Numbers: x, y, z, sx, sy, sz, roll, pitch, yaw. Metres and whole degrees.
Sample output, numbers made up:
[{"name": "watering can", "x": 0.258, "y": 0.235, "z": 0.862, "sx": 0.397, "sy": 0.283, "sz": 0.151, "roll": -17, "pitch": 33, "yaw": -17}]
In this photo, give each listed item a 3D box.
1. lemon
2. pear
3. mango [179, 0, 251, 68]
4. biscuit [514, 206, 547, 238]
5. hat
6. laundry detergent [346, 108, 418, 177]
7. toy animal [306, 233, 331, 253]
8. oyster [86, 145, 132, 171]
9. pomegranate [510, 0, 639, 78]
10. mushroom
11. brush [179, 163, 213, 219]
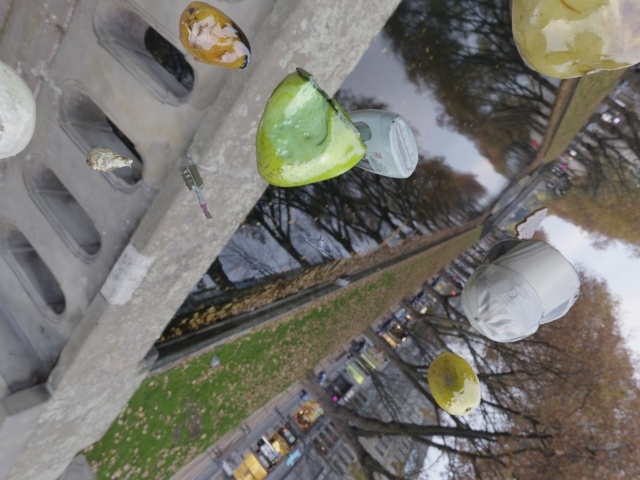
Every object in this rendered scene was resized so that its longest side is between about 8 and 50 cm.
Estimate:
[{"name": "lemon", "x": 0.451, "y": 0.483, "z": 1.365, "sx": 0.170, "sy": 0.207, "sz": 0.170, "roll": -14, "pitch": 150, "yaw": -8}, {"name": "pear", "x": -0.061, "y": -0.255, "z": 0.986, "sx": 0.292, "sy": 0.292, "sz": 0.159, "roll": -49, "pitch": 165, "yaw": 14}, {"name": "mango", "x": -0.365, "y": -0.685, "z": 1.370, "sx": 0.201, "sy": 0.153, "sz": 0.287, "roll": -29, "pitch": 169, "yaw": 9}, {"name": "biscuit", "x": 0.694, "y": -0.059, "z": 1.326, "sx": 0.119, "sy": 0.019, "sz": 0.130, "roll": 24, "pitch": 111, "yaw": -41}, {"name": "hat", "x": 0.470, "y": 0.127, "z": 0.964, "sx": 0.275, "sy": 0.232, "sz": 0.161, "roll": -46, "pitch": 170, "yaw": 32}, {"name": "laundry detergent", "x": 0.126, "y": -0.353, "z": 1.412, "sx": 0.125, "sy": 0.397, "sz": 0.264, "roll": -58, "pitch": 141, "yaw": -16}, {"name": "toy animal", "x": 0.001, "y": 0.000, "z": 1.086, "sx": 0.028, "sy": 0.084, "sz": 0.050, "roll": -13, "pitch": -133, "yaw": 60}, {"name": "oyster", "x": -0.343, "y": -0.120, "z": 0.656, "sx": 0.083, "sy": 0.080, "sz": 0.038, "roll": 132, "pitch": -27, "yaw": -69}, {"name": "pomegranate", "x": 0.526, "y": -0.477, "z": 0.758, "sx": 0.332, "sy": 0.332, "sz": 0.332, "roll": -40, "pitch": 163, "yaw": -15}, {"name": "mushroom", "x": -0.920, "y": -0.329, "z": 1.067, "sx": 0.315, "sy": 0.356, "sz": 0.315, "roll": -25, "pitch": -176, "yaw": 2}, {"name": "brush", "x": -0.570, "y": -0.221, "z": 1.879, "sx": 0.084, "sy": 0.301, "sz": 0.071, "roll": -17, "pitch": 162, "yaw": -37}]
